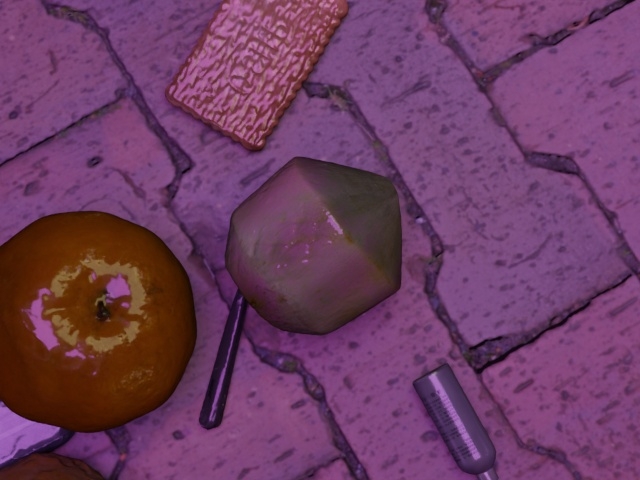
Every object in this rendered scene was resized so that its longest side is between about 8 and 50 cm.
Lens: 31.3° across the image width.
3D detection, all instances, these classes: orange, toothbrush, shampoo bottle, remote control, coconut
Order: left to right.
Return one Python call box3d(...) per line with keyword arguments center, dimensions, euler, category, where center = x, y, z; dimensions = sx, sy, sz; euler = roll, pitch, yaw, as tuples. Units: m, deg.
box3d(center=(-0.431, 0.258, 1.488), dimensions=(0.247, 0.052, 0.104), euler=(-27, 84, -6), category="remote control")
box3d(center=(-0.291, 0.099, 1.410), dimensions=(0.279, 0.235, 0.279), euler=(7, 73, -23), category="orange")
box3d(center=(-0.114, 0.106, 1.514), dimensions=(0.030, 0.030, 0.297), euler=(11, 84, 28), category="toothbrush")
box3d(center=(0.000, 0.000, 1.438), dimensions=(0.235, 0.204, 0.236), euler=(-4, 78, 19), category="coconut")
box3d(center=(0.188, 0.257, 1.477), dimensions=(0.056, 0.056, 0.195), euler=(-28, 84, -3), category="shampoo bottle")

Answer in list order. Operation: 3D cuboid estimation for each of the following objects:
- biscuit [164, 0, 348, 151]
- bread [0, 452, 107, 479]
box3d(center=(-0.086, -0.258, 1.558), dimensions=(0.160, 0.030, 0.250), euler=(30, 84, 4), category="biscuit")
box3d(center=(-0.347, 0.390, 1.421), dimensions=(0.244, 0.134, 0.244), euler=(0, 86, -7), category="bread")
